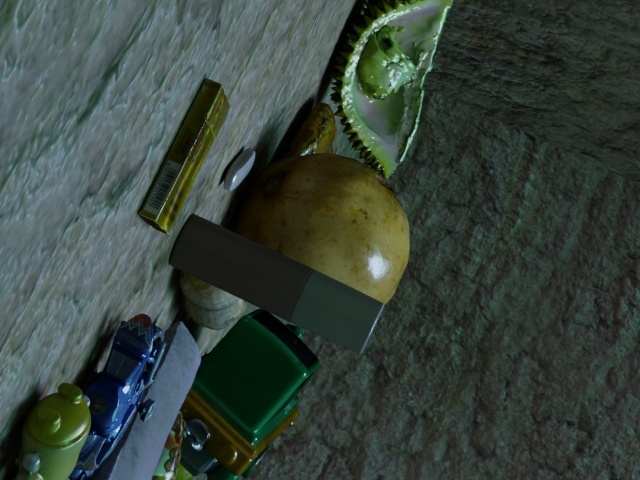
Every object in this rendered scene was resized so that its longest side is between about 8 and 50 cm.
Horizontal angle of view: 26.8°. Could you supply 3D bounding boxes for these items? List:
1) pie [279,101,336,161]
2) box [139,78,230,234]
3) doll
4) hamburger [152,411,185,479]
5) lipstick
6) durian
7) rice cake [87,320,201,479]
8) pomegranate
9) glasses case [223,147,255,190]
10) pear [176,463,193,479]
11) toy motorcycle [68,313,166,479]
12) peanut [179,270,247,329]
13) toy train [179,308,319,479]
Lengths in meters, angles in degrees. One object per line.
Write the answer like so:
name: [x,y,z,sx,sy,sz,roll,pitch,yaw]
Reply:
pie: [-0.042,-0.092,2.137,0.273,0.069,0.273,22,90,-81]
box: [-0.138,-0.085,1.381,0.089,0.022,0.156,88,27,-81]
doll: [-0.263,0.210,1.285,0.106,0.062,0.162,-51,166,-53]
hamburger: [-0.244,0.326,1.670,0.235,0.125,0.214,-81,179,-49]
lipstick: [-0.052,0.052,1.608,0.070,0.254,0.070,25,90,-85]
durian: [0.115,-0.296,2.186,0.157,0.169,0.356,-40,152,-72]
rice cake: [-0.214,0.225,1.566,0.056,0.073,0.365,-24,-154,24]
pomegranate: [0.000,0.000,1.924,0.260,0.260,0.260,25,90,-85]
glasses case: [-0.104,-0.091,1.721,0.083,0.021,0.032,-58,169,-56]
pear: [-0.235,0.342,2.116,0.097,0.092,0.092,-45,168,-22]
toy motorcycle: [-0.229,0.176,1.438,0.205,0.076,0.114,-61,172,-9]
peanut: [-0.139,0.064,1.746,0.207,0.087,0.087,95,20,-74]
toy train: [-0.111,0.213,1.940,0.249,0.178,0.429,-49,175,9]
